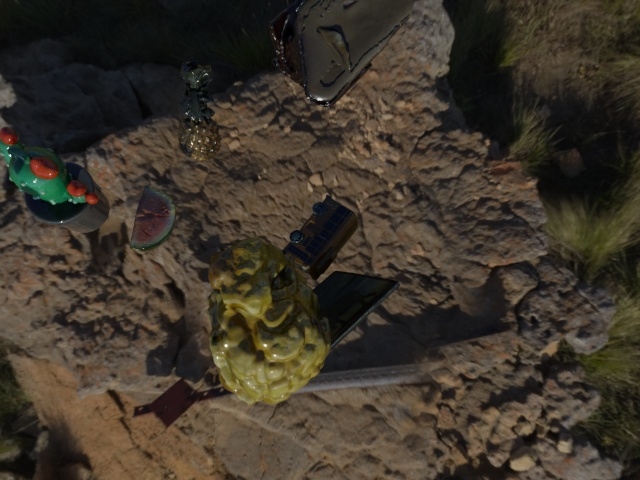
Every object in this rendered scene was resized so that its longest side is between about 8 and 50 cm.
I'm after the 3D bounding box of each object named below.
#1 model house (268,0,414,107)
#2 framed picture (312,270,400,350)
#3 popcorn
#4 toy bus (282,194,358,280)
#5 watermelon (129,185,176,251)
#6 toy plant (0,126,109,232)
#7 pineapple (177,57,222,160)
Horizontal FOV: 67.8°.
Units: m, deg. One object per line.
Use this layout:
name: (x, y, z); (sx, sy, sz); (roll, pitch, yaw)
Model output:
model house: (0.028, -0.288, 0.652); (0.203, 0.164, 0.141); (-40, 100, 4)
framed picture: (0.015, 0.170, 1.161); (0.265, 0.347, 0.016); (-40, 104, -16)
popcorn: (-0.105, 0.138, 0.892); (0.225, 0.265, 0.332); (-16, 118, 0)
toy bus: (0.000, 0.000, 1.199); (0.114, 0.098, 0.201); (32, 75, 24)
watermelon: (-0.369, -0.038, 1.084); (0.087, 0.069, 0.163); (6, 62, -5)
toy plant: (-0.724, -0.149, 1.295); (0.185, 0.400, 0.279); (-34, 81, -11)
pineapple: (-0.300, -0.322, 1.168); (0.111, 0.237, 0.119); (-21, 43, -36)
